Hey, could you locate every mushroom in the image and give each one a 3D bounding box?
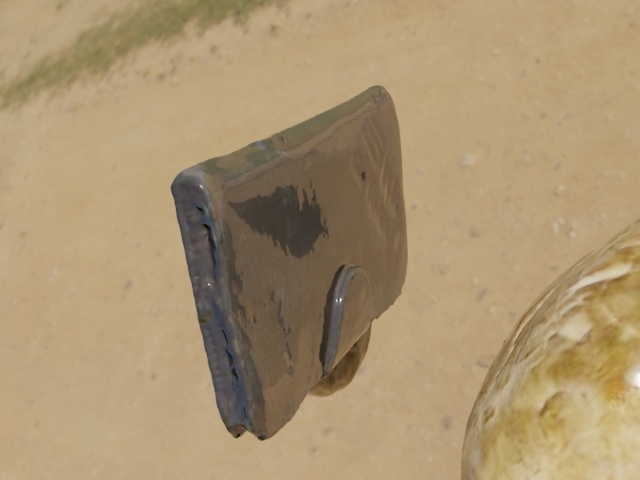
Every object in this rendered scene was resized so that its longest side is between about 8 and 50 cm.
[{"bbox_3d":[0.191,0.051,0.572,0.286,0.156,0.151,-33,-28,-34],"label":"mushroom"}]

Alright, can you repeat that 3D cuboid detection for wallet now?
[{"bbox_3d":[0.000,0.000,0.701,0.042,0.165,0.309,-4,14,23],"label":"wallet"}]

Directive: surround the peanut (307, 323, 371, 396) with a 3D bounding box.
[{"bbox_3d":[0.008,0.046,0.980,0.083,0.093,0.194,4,84,22],"label":"peanut"}]
